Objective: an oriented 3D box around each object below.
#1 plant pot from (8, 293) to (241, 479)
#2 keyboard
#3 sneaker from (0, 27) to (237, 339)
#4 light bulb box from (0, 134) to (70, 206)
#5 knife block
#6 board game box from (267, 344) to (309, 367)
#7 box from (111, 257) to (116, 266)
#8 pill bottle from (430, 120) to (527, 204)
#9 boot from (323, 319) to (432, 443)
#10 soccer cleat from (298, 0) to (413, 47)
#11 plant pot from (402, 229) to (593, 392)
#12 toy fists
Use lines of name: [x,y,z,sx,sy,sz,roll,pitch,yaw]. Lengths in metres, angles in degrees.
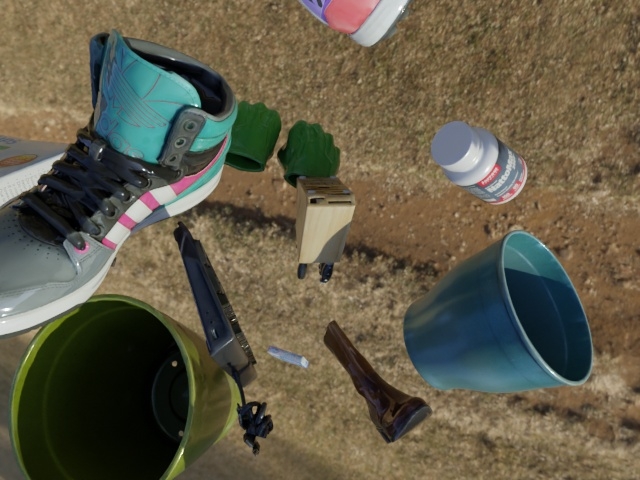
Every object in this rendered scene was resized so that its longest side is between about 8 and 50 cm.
plant pot: [-0.333,0.312,1.120,0.366,0.367,0.353,20,173,19]
keyboard: [-0.086,0.116,0.585,0.317,0.033,0.202,97,154,-72]
sneaker: [-0.164,-0.063,0.438,0.123,0.295,0.178,35,137,6]
light bulb box: [-0.656,-0.035,1.048,0.357,0.361,0.225,10,122,28]
knife block: [0.000,0.000,1.125,0.088,0.276,0.242,-2,105,-7]
board game box: [-0.080,0.291,1.410,0.090,0.020,0.090,16,161,14]
box: [-0.551,0.038,1.343,0.093,0.027,0.137,12,173,-4]
pill bottle: [0.278,-0.139,1.002,0.108,0.108,0.180,-9,159,43]
boot: [0.112,0.285,1.216,0.280,0.096,0.264,56,169,18]
soccer cleat: [0.078,-0.346,0.514,0.116,0.108,0.318,22,104,-21]
plant pot: [0.299,0.154,1.025,0.255,0.272,0.272,-30,110,39]
toy fists: [-0.087,-0.201,1.210,0.279,0.142,0.096,17,159,-14]
